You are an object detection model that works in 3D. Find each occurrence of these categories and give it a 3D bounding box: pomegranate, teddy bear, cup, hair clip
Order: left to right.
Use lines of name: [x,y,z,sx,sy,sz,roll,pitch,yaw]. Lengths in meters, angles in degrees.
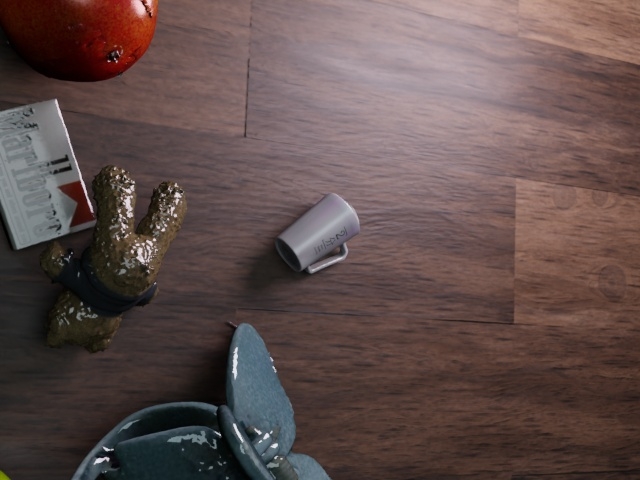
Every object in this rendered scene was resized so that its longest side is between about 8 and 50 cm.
pomegranate: [-0.303,-0.312,1.108,0.210,0.210,0.235,-10,90,-27]
teddy bear: [-0.261,0.030,1.124,0.182,0.129,0.251,24,92,-36]
hair clip: [-0.123,0.330,1.108,0.238,0.392,0.318,-29,102,3]
cup: [0.000,0.000,1.318,0.116,0.074,0.104,-38,131,-21]

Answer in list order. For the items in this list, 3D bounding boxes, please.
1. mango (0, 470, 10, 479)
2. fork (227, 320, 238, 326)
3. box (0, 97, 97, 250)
mango: [-0.461,0.373,0.997,0.293,0.175,0.143,-40,144,-36]
fork: [-0.098,0.157,1.278,0.012,0.016,0.115,-34,102,-3]
box: [-0.369,-0.086,1.149,0.115,0.036,0.177,-20,94,-28]
